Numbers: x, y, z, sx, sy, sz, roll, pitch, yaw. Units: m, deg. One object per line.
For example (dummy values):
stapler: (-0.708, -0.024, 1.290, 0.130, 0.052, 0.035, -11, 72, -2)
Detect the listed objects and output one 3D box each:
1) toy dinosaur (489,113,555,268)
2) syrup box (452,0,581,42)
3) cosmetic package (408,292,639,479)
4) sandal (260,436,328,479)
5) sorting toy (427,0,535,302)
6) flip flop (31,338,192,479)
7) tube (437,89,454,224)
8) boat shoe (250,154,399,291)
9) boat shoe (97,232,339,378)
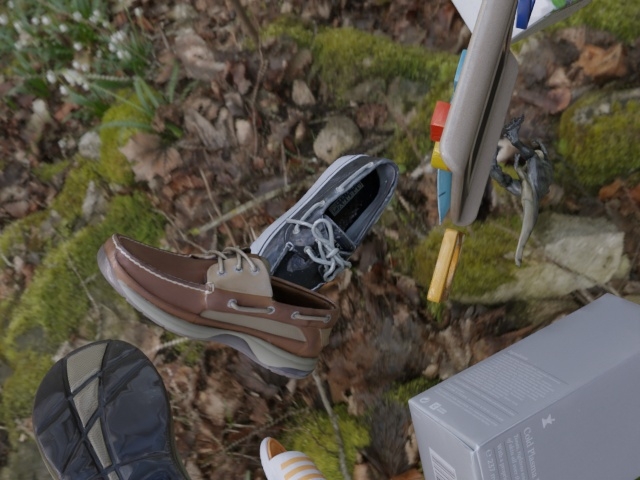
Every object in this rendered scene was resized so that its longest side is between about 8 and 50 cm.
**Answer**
toy dinosaur: (0.261, -0.086, 1.117, 0.064, 0.268, 0.118, -26, 110, 35)
syrup box: (0.246, -0.290, 0.951, 0.237, 0.096, 0.093, -32, 91, -46)
cosmetic package: (0.204, 0.153, 0.732, 0.238, 0.107, 0.127, -24, 113, -19)
sandal: (-0.009, 0.408, 1.317, 0.076, 0.102, 0.265, -37, 52, 10)
sorting toy: (0.127, -0.118, 0.727, 0.047, 0.196, 0.347, 15, 80, 15)
flip flop: (-0.146, 0.201, 0.692, 0.112, 0.080, 0.277, -25, 62, -25)
tube: (0.160, -0.116, 0.976, 0.052, 0.080, 0.207, 5, 46, 21)
boat shoe: (0.003, 0.003, 1.189, 0.306, 0.105, 0.113, -46, 115, -19)
boat shoe: (-0.111, 0.057, 1.021, 0.116, 0.324, 0.123, -54, 37, 10)
